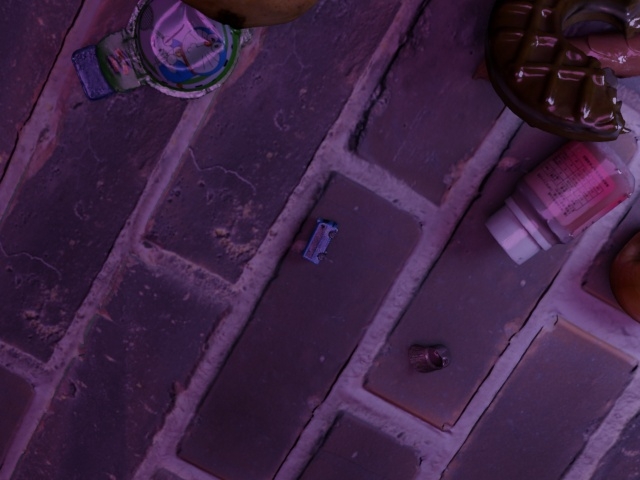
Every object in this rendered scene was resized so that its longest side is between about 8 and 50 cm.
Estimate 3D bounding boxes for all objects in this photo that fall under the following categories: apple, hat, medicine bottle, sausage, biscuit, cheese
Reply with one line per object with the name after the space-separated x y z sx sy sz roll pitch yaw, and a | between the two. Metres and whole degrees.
0.614 0.073 1.597 0.199 0.199 0.199 1 106 4 | apple
0.212 0.220 1.734 0.087 0.042 0.058 -7 99 41 | hat
0.413 -0.070 1.581 0.247 0.147 0.147 -39 100 13 | medicine bottle
0.474 -0.312 1.538 0.432 0.088 0.088 -6 105 6 | sausage
0.402 -0.336 1.448 0.268 0.115 0.366 18 70 15 | biscuit
-0.278 -0.334 1.583 0.320 0.083 0.204 -18 104 8 | cheese

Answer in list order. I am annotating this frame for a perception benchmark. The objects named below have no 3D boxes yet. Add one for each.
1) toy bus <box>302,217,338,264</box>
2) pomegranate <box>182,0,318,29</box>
0.000 0.000 1.682 0.046 0.038 0.083 26 105 -1 | toy bus
-0.119 -0.489 1.428 0.321 0.322 0.322 1 106 4 | pomegranate
